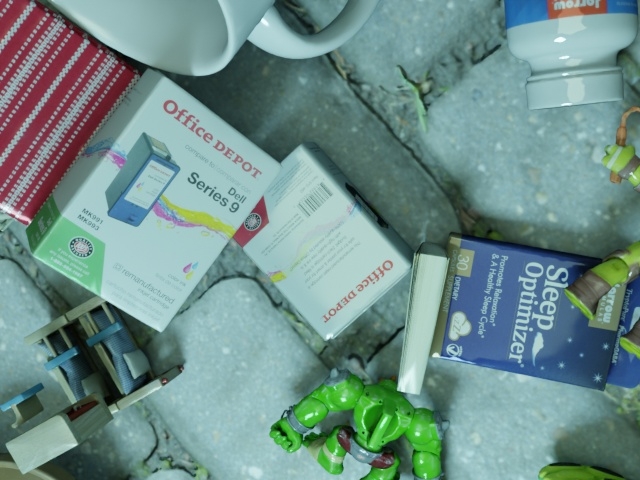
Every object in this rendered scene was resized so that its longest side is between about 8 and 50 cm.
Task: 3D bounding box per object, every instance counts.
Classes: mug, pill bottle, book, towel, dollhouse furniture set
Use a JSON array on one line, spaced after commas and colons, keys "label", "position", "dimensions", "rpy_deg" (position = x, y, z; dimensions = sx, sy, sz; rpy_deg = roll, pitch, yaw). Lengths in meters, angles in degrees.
[{"label": "mug", "position": [-0.080, -0.337, 0.809], "dimensions": [0.374, 0.276, 0.328], "rpy_deg": [41, 69, -28]}, {"label": "pill bottle", "position": [0.238, -0.240, 0.826], "dimensions": [0.124, 0.124, 0.221], "rpy_deg": [-5, 96, 12]}, {"label": "book", "position": [0.107, 0.079, 0.910], "dimensions": [0.035, 0.096, 0.144], "rpy_deg": [9, 98, 7]}, {"label": "towel", "position": [-0.274, -0.115, 0.871], "dimensions": [0.275, 0.031, 0.198], "rpy_deg": [34, 91, -25]}, {"label": "dollhouse furniture set", "position": [-0.261, 0.141, 0.949], "dimensions": [0.129, 0.184, 0.129], "rpy_deg": [-30, 90, 14]}]

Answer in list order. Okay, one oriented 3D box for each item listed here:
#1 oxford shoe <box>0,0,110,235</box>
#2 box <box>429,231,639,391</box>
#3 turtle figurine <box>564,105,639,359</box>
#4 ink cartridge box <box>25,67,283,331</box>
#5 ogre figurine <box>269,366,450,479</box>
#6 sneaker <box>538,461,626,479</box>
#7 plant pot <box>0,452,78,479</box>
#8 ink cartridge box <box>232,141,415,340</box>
[{"label": "oxford shoe", "position": [-0.380, -0.065, 0.962], "dimensions": [0.130, 0.169, 0.449], "rpy_deg": [42, 98, 2]}, {"label": "box", "position": [0.237, 0.077, 0.915], "dimensions": [0.225, 0.036, 0.136], "rpy_deg": [10, 99, 9]}, {"label": "turtle figurine", "position": [0.358, 0.013, 0.832], "dimensions": [0.269, 0.087, 0.217], "rpy_deg": [41, 89, 1]}, {"label": "ink cartridge box", "position": [-0.166, -0.042, 0.862], "dimensions": [0.154, 0.093, 0.212], "rpy_deg": [37, 89, -27]}, {"label": "ogre figurine", "position": [0.057, 0.212, 0.940], "dimensions": [0.197, 0.097, 0.118], "rpy_deg": [33, 114, 17]}, {"label": "sneaker", "position": [0.344, 0.342, 0.889], "dimensions": [0.296, 0.109, 0.123], "rpy_deg": [36, 99, 5]}, {"label": "plant pot", "position": [-0.344, 0.357, 1.033], "dimensions": [0.238, 0.110, 0.237], "rpy_deg": [2, 98, 12]}, {"label": "ink cartridge box", "position": [0.000, 0.000, 0.933], "dimensions": [0.127, 0.072, 0.175], "rpy_deg": [-42, 88, 14]}]
